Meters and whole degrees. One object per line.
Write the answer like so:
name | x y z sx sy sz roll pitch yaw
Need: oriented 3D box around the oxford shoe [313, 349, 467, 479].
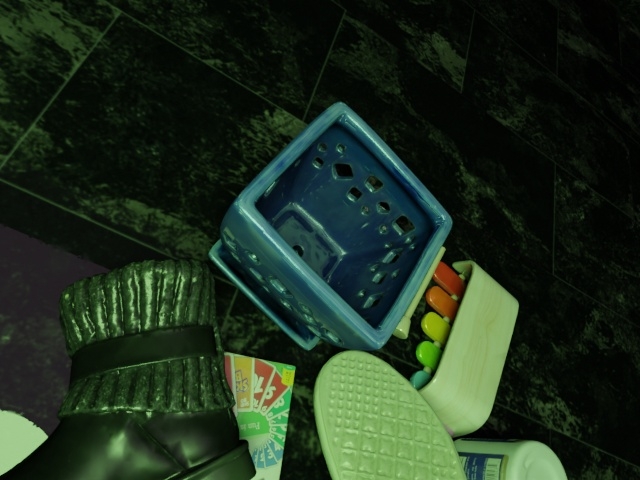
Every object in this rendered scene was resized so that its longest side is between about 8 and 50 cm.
oxford shoe | 0.126 0.350 0.563 0.169 0.130 0.449 -26 69 -24

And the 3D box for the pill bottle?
pill bottle | 0.235 0.341 0.638 0.111 0.186 0.112 12 65 -27

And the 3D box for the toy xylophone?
toy xylophone | 0.229 0.152 0.772 0.236 0.081 0.323 46 56 -7

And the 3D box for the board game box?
board game box | -0.110 0.278 0.561 0.124 0.039 0.260 18 66 -22

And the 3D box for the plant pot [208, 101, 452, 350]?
plant pot | 0.000 0.000 0.620 0.236 0.212 0.236 44 56 -7

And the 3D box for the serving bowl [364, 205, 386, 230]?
serving bowl | 0.088 -0.024 0.791 0.083 0.027 0.084 11 66 -27

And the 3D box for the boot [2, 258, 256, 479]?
boot | -0.252 0.171 0.460 0.347 0.131 0.260 -12 77 -31
